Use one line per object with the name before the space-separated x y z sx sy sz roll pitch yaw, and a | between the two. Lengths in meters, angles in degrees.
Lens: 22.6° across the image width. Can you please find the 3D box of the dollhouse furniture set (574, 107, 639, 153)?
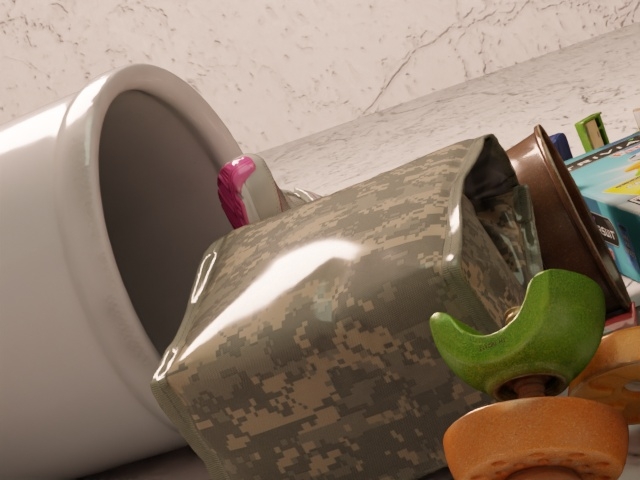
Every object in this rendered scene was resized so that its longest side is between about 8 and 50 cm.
dollhouse furniture set | 0.373 -0.128 1.855 0.076 0.058 0.152 -29 12 -37

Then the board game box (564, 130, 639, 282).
board game box | 0.358 -0.057 1.443 0.254 0.079 0.336 -22 10 -4

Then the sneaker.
sneaker | 0.000 0.000 1.378 0.111 0.252 0.103 -35 47 3

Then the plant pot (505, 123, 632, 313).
plant pot | 0.143 0.017 1.301 0.165 0.167 0.167 -28 8 12

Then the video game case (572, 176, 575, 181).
video game case | 0.114 0.014 1.511 0.206 0.026 0.227 -49 19 -17

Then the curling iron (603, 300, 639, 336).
curling iron | 0.224 0.064 1.192 0.274 0.035 0.068 -21 10 2

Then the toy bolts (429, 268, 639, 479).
toy bolts | 0.204 0.103 0.891 0.228 0.158 0.218 -26 -35 33

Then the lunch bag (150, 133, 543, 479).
lunch bag | 0.035 0.047 1.146 0.235 0.169 0.287 -23 23 19

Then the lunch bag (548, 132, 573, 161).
lunch bag | 0.250 -0.079 1.820 0.065 0.067 0.098 -16 10 24

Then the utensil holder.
utensil holder | -0.266 0.060 1.398 0.385 0.327 0.327 -18 10 21
